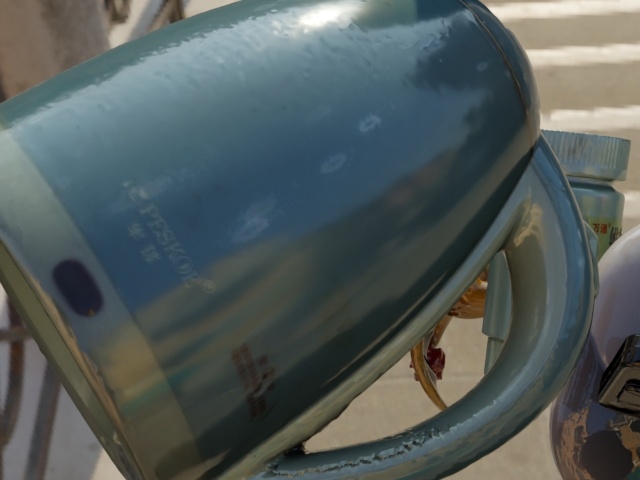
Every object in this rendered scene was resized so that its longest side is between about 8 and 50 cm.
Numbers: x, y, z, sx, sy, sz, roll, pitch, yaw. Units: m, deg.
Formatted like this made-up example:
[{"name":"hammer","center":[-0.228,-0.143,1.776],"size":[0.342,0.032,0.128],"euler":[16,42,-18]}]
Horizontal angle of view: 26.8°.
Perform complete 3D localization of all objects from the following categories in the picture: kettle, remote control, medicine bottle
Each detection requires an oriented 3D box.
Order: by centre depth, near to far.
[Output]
[{"name":"kettle","center":[0.000,0.000,0.804],"size":[0.342,0.247,0.319],"euler":[-31,88,-16]},{"name":"remote control","center":[0.356,0.137,1.417],"size":[0.221,0.332,0.103],"euler":[18,-1,-21]},{"name":"medicine bottle","center":[0.289,0.024,1.667],"size":[0.158,0.318,0.158],"euler":[7,3,0]}]

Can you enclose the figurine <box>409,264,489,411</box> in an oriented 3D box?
[{"name":"figurine","center":[0.162,0.038,1.999],"size":[0.268,0.387,0.401],"euler":[-24,55,24]}]

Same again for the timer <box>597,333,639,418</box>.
[{"name":"timer","center":[0.352,0.147,1.210],"size":[0.187,0.144,0.055],"euler":[16,67,7]}]
